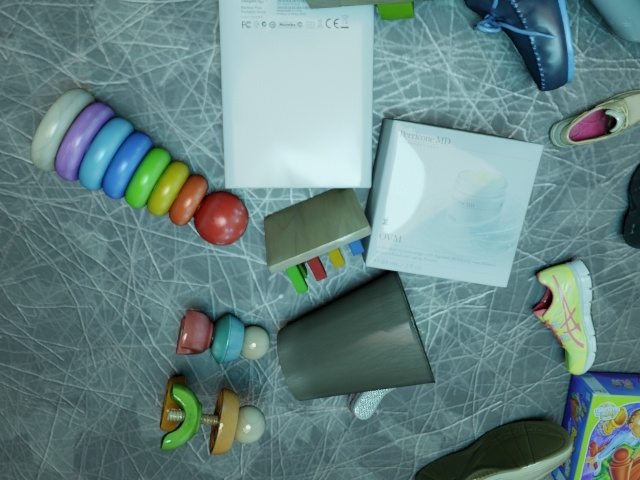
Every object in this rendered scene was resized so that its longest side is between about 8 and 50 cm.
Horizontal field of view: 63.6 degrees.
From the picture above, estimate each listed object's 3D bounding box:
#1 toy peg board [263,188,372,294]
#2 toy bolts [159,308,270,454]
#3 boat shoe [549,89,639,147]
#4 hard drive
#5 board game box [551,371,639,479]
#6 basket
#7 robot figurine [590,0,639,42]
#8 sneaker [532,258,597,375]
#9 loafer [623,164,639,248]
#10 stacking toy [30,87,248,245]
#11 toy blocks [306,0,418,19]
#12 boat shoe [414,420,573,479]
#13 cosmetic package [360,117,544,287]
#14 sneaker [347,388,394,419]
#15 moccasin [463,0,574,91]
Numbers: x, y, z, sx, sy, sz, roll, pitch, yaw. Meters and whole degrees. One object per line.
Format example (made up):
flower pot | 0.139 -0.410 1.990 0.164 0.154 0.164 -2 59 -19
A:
toy peg board | 0.000 0.000 0.830 0.161 0.161 0.079 -22 121 5
toy bolts | -0.178 0.244 0.900 0.159 0.218 0.228 12 71 -17
boat shoe | 0.460 -0.191 0.825 0.170 0.059 0.063 -24 103 6
hard drive | -0.035 -0.259 0.801 0.233 0.047 0.352 0 100 0
board game box | 0.633 0.370 0.953 0.347 0.078 0.233 2 107 0
basket | 0.053 0.176 0.873 0.227 0.154 0.204 -18 103 8
robot figurine | 0.432 -0.408 0.676 0.353 0.299 0.200 36 141 -22
sneaker | 0.422 0.137 0.905 0.094 0.081 0.208 -8 98 9
loafer | 0.556 -0.068 0.866 0.061 0.062 0.170 8 100 -42
stacking toy | -0.262 -0.099 0.817 0.330 0.141 0.141 28 102 -13
toy blocks | 0.120 -0.453 0.658 0.382 0.191 0.260 4 88 15
boat shoe | 0.329 0.436 0.963 0.302 0.109 0.098 -30 108 13
cosmetic package | 0.193 -0.064 0.817 0.224 0.138 0.224 8 103 -3
sneaker | 0.099 0.268 0.950 0.051 0.070 0.134 46 70 -2
moccasin | 0.263 -0.372 0.757 0.117 0.138 0.341 -21 89 12
